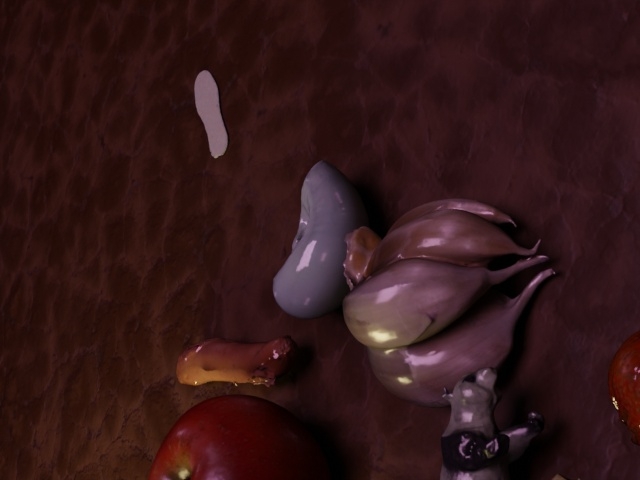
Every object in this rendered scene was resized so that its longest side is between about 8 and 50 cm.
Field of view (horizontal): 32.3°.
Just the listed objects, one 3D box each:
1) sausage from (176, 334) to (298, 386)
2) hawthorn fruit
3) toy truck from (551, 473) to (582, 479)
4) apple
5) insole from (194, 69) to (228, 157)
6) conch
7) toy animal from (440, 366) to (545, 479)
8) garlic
[{"bbox_3d":[-0.127,0.185,1.687,0.304,0.078,0.078,-10,72,51],"label":"sausage"},{"bbox_3d":[0.372,0.134,1.037,0.194,0.157,0.157,-29,55,16],"label":"hawthorn fruit"},{"bbox_3d":[0.298,0.347,1.079,0.127,0.127,0.257,-55,41,3],"label":"toy truck"},{"bbox_3d":[-0.110,0.340,1.503,0.260,0.216,0.260,-20,64,48],"label":"apple"},{"bbox_3d":[-0.191,-0.225,1.941,0.065,0.004,0.197,-45,48,33],"label":"insole"},{"bbox_3d":[0.004,0.003,1.538,0.185,0.121,0.221,-174,100,-70],"label":"conch"},{"bbox_3d":[0.187,0.255,1.240,0.121,0.093,0.225,1,100,51],"label":"toy animal"},{"bbox_3d":[0.144,0.070,1.360,0.237,0.210,0.292,-50,28,-22],"label":"garlic"}]
